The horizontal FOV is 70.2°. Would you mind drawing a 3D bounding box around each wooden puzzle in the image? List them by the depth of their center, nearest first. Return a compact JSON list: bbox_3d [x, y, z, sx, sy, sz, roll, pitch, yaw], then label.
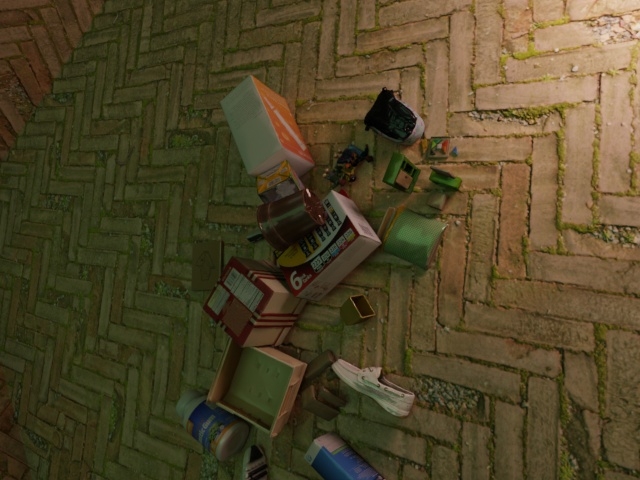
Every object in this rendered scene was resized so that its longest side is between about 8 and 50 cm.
[{"bbox_3d":[0.376,-0.296,1.446,0.116,0.014,0.079,-2,82,30],"label":"wooden puzzle"}]

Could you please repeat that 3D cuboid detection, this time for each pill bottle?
[{"bbox_3d":[-0.410,0.673,1.687,0.271,0.152,0.153,24,95,30],"label":"pill bottle"}]

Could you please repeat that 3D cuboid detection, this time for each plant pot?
[{"bbox_3d":[-0.085,-0.074,1.425,0.165,0.167,0.167,-26,70,25],"label":"plant pot"},{"bbox_3d":[0.112,0.236,1.488,0.083,0.081,0.082,-46,62,30],"label":"plant pot"}]

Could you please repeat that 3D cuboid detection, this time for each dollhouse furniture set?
[{"bbox_3d":[0.278,-0.085,1.392,0.197,0.151,0.302,24,95,31],"label":"dollhouse furniture set"},{"bbox_3d":[0.026,0.486,1.530,0.144,0.123,0.151,-42,30,19],"label":"dollhouse furniture set"}]

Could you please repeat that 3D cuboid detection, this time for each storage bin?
[{"bbox_3d":[-0.217,0.488,1.540,0.262,0.123,0.261,20,90,21],"label":"storage bin"}]

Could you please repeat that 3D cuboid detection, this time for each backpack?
[{"bbox_3d":[0.249,-0.390,1.478,0.182,0.115,0.152,41,115,28],"label":"backpack"}]

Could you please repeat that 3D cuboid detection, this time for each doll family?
[{"bbox_3d":[0.100,-0.257,1.571,0.111,0.076,0.193,33,97,35],"label":"doll family"}]

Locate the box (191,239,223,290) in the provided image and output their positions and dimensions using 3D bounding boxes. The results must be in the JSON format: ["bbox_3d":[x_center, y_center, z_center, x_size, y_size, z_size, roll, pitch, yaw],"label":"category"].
[{"bbox_3d":[-0.470,0.107,1.883,0.164,0.021,0.202,-6,80,30],"label":"box"}]

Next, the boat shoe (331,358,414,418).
[{"bbox_3d":[0.166,0.435,1.418,0.277,0.098,0.096,28,97,21],"label":"boat shoe"}]

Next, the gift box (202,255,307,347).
[{"bbox_3d":[-0.216,0.192,1.580,0.276,0.258,0.255,41,102,29],"label":"gift box"}]

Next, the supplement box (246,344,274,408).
[{"bbox_3d":[-0.250,0.476,1.667,0.130,0.073,0.240,5,84,30],"label":"supplement box"}]

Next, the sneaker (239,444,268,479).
[{"bbox_3d":[-0.254,0.874,1.599,0.118,0.110,0.293,-8,78,38],"label":"sneaker"}]

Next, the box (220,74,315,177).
[{"bbox_3d":[-0.195,-0.394,1.678,0.168,0.215,0.346,-33,66,23],"label":"box"}]

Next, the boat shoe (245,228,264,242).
[{"bbox_3d":[-0.229,-0.023,1.751,0.125,0.038,0.046,-21,31,21],"label":"boat shoe"}]

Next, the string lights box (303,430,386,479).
[{"bbox_3d":[0.088,0.714,1.396,0.259,0.133,0.077,35,100,30],"label":"string lights box"}]

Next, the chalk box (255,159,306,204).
[{"bbox_3d":[-0.113,-0.142,1.578,0.132,0.213,0.132,-27,37,8],"label":"chalk box"}]

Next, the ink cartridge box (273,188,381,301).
[{"bbox_3d":[0.000,0.000,1.516,0.309,0.130,0.272,-45,53,21],"label":"ink cartridge box"}]
